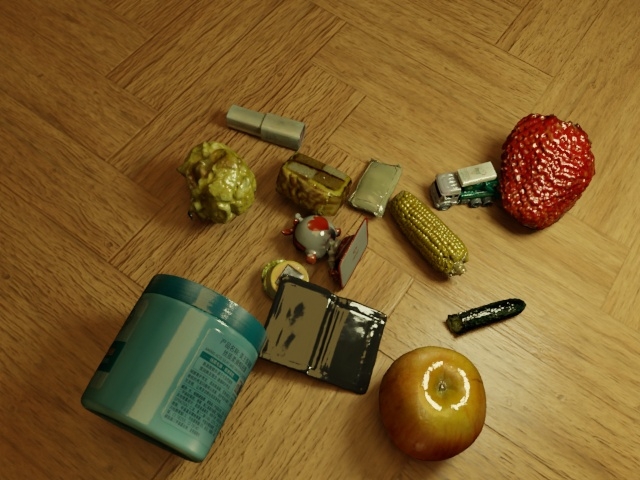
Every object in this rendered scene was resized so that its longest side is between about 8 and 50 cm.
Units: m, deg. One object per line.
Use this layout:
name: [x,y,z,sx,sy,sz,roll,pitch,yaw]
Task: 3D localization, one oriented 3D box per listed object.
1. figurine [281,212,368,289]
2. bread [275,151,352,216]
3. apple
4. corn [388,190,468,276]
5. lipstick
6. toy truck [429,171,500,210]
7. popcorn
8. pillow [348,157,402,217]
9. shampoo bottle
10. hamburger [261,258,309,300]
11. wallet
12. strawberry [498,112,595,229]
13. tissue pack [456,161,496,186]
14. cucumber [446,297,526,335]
figurine: [0.000,0.000,1.769,0.226,0.160,0.184,22,62,17]
bread: [-0.022,-0.174,1.842,0.222,0.096,0.181,27,35,11]
apple: [0.284,0.403,1.521,0.285,0.233,0.286,2,61,-3]
corn: [0.321,-0.019,1.809,0.119,0.119,0.322,-34,67,-19]
lipstick: [-0.178,-0.370,1.973,0.252,0.079,0.078,16,64,6]
toy truck: [0.459,-0.172,1.895,0.215,0.116,0.110,-7,64,-8]
popcorn: [-0.309,-0.165,1.781,0.225,0.249,0.249,-31,68,-4]
pillow: [0.173,-0.167,1.907,0.119,0.053,0.208,23,63,12]
shampoo bottle: [-0.347,0.312,1.468,0.331,0.331,0.343,22,65,7]
hamburger: [-0.100,0.117,1.726,0.141,0.081,0.127,20,66,-8]
wallet: [0.010,0.253,1.653,0.322,0.041,0.247,21,69,-7]
strawberry: [0.693,-0.195,1.852,0.312,0.267,0.351,29,75,-23]
tissue pack: [0.471,-0.200,1.835,0.108,0.023,0.056,-15,65,-4]
cucumber: [0.484,0.207,1.731,0.245,0.067,0.067,-16,65,-10]
